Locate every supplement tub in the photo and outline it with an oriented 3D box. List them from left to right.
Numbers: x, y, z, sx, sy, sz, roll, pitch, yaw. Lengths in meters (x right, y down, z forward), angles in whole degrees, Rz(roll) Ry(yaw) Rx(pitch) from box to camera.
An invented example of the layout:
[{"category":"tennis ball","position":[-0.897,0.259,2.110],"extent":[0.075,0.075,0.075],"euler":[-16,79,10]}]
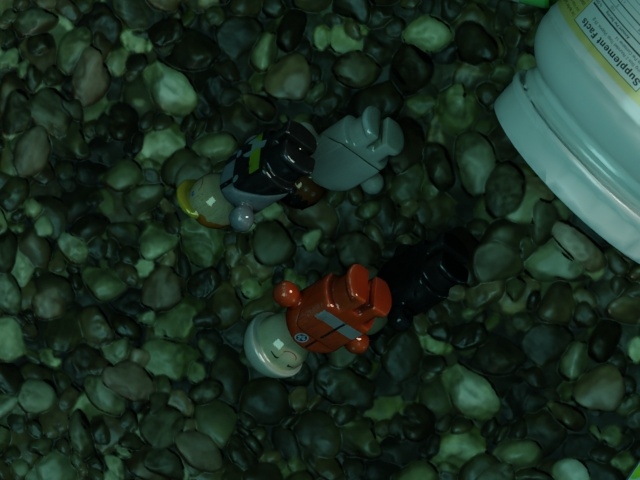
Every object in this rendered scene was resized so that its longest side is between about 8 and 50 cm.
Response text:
[{"category":"supplement tub","position":[0.322,-0.158,1.428],"extent":[0.241,0.241,0.331],"euler":[45,109,8]}]

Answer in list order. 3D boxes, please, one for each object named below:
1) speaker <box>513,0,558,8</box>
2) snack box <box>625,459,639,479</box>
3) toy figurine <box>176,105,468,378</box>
[{"category":"speaker","position":[0.090,-0.311,1.545],"extent":[0.297,0.131,0.131],"euler":[30,106,12]},{"category":"snack box","position":[0.310,0.240,1.597],"extent":[0.100,0.037,0.141],"euler":[34,107,13]},{"category":"toy figurine","position":[0.000,0.000,1.579],"extent":[0.148,0.213,0.209],"euler":[-32,84,36]}]
